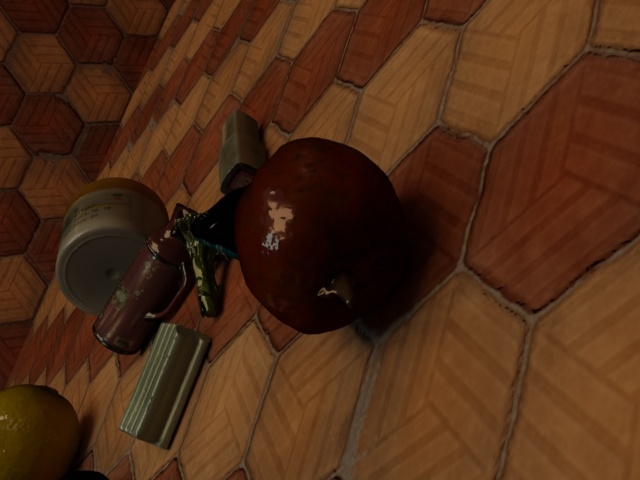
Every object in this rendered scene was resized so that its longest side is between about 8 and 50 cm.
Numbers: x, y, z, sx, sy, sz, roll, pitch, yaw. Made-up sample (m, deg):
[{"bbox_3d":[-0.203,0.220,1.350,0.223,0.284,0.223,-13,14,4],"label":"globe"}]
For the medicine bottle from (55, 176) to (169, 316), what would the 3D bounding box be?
[{"bbox_3d":[-0.451,0.013,1.843,0.238,0.237,0.232,-54,24,20],"label":"medicine bottle"}]

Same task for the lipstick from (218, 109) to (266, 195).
[{"bbox_3d":[-0.152,-0.166,1.604,0.079,0.077,0.253,-53,25,22],"label":"lipstick"}]

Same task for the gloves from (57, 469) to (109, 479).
[{"bbox_3d":[-0.439,0.483,1.486,0.164,0.124,0.203,-33,-26,-21],"label":"gloves"}]

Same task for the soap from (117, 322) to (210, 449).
[{"bbox_3d":[-0.264,0.242,1.421,0.119,0.066,0.198,-7,59,61],"label":"soap"}]

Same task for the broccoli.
[{"bbox_3d":[-0.202,0.044,1.485,0.122,0.118,0.204,-22,57,21],"label":"broccoli"}]

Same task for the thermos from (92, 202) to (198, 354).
[{"bbox_3d":[-0.333,0.081,1.685,0.330,0.109,0.136,-55,24,18],"label":"thermos"}]

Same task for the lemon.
[{"bbox_3d":[-0.633,0.415,1.802,0.240,0.240,0.219,-17,48,60],"label":"lemon"}]

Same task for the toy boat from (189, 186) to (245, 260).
[{"bbox_3d":[-0.095,-0.005,1.317,0.134,0.092,0.298,-37,24,-17],"label":"toy boat"}]

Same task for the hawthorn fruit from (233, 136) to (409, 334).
[{"bbox_3d":[0.000,0.000,0.955,0.215,0.215,0.250,-54,23,20],"label":"hawthorn fruit"}]
